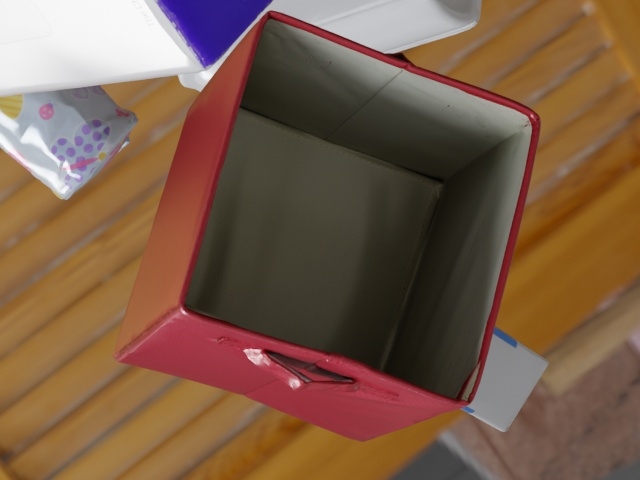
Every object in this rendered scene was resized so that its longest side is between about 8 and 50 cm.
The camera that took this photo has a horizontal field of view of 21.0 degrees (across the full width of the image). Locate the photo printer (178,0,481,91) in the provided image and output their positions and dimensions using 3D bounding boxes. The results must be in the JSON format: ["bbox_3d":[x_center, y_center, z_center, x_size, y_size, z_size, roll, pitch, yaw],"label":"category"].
[{"bbox_3d":[-0.011,-0.264,1.467,0.307,0.107,0.256,-12,-111,39],"label":"photo printer"}]

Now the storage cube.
[{"bbox_3d":[0.000,0.000,1.065,0.193,0.183,0.215,144,-37,-68],"label":"storage cube"}]

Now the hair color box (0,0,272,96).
[{"bbox_3d":[-0.159,-0.145,0.597,0.339,0.185,0.110,-1,-138,48],"label":"hair color box"}]

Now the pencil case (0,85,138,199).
[{"bbox_3d":[-0.306,-0.162,1.662,0.113,0.273,0.124,-46,-170,13],"label":"pencil case"}]

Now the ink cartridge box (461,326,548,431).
[{"bbox_3d":[0.095,0.086,1.665,0.203,0.148,0.086,33,-89,39],"label":"ink cartridge box"}]
